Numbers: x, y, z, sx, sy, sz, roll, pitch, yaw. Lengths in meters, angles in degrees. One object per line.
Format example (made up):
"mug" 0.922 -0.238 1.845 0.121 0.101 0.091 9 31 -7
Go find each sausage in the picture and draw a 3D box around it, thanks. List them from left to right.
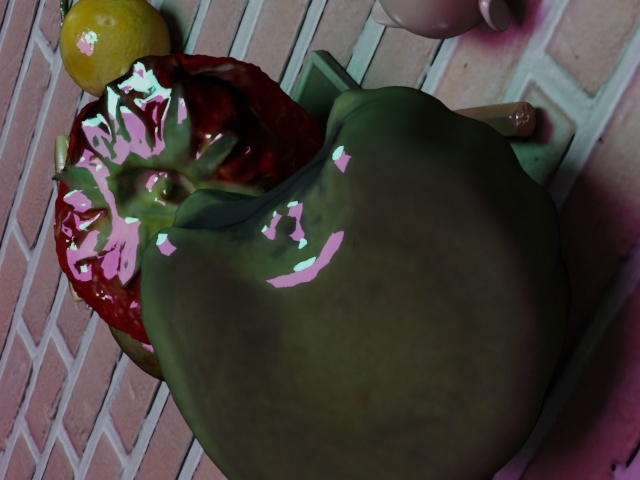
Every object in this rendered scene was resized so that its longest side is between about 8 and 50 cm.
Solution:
"sausage" 0.136 -0.101 1.268 0.147 0.035 0.030 -1 86 54

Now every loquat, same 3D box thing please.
"loquat" -0.250 -0.234 1.753 0.141 0.141 0.141 1 91 56

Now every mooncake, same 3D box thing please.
"mooncake" 0.038 0.056 1.181 0.351 0.187 0.351 4 107 12

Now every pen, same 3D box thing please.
"pen" -0.336 -0.032 1.976 0.040 0.032 0.234 -14 79 31

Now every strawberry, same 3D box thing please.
"strawberry" -0.110 -0.037 1.437 0.291 0.310 0.292 0 91 27

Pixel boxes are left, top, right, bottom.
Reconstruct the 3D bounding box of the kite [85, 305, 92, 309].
"kite" -0.209 -0.030 1.664 0.141 0.015 0.245 -21 48 52

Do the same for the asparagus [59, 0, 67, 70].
"asparagus" -0.356 -0.314 2.016 0.016 0.013 0.166 162 105 -66

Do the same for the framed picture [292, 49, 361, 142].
"framed picture" 0.000 0.000 1.485 0.240 0.020 0.324 50 130 43

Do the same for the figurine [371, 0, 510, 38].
"figurine" 0.105 -0.236 1.250 0.138 0.125 0.125 18 106 39

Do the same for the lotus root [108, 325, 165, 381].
"lotus root" -0.173 0.088 1.632 0.123 0.124 0.241 -68 24 13
